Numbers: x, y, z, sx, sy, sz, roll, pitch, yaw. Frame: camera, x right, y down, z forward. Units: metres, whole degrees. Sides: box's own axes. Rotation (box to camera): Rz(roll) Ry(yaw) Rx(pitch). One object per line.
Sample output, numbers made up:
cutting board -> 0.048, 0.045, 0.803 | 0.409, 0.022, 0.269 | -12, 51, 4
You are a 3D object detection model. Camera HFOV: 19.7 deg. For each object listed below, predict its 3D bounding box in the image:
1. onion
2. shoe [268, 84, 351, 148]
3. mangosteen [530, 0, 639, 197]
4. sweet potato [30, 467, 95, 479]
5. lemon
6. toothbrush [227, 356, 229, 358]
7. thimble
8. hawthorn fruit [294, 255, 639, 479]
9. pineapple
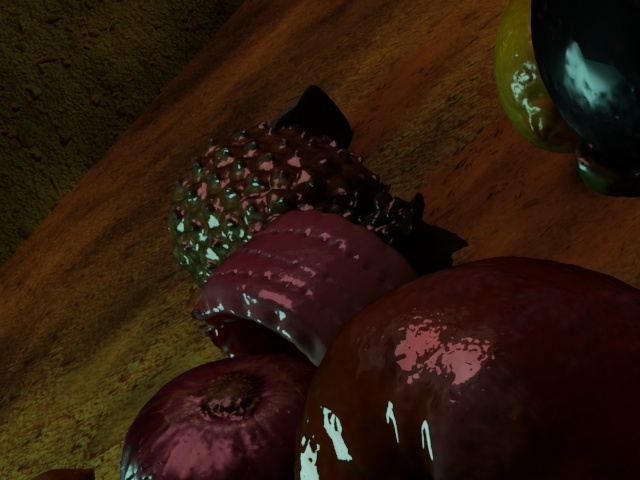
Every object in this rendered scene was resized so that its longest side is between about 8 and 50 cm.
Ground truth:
onion -> -0.045, 0.155, 1.229 | 0.177, 0.153, 0.177 | -7, 57, 11
shoe -> -0.038, -0.100, 2.288 | 0.098, 0.103, 0.275 | -37, 9, 25
mangosteen -> 0.277, -0.136, 1.261 | 0.288, 0.288, 0.288 | -39, 15, 12
sweet potato -> -0.296, 0.335, 1.727 | 0.097, 0.097, 0.292 | -21, 33, 55
lemon -> 0.237, -0.171, 1.632 | 0.170, 0.170, 0.207 | -27, 22, 46
toothbrush -> -0.107, 0.143, 1.923 | 0.194, 0.014, 0.017 | -51, 17, -30
thimble -> 0.000, 0.067, 1.562 | 0.189, 0.163, 0.125 | 16, 56, 48
hawthorn fruit -> 0.114, 0.107, 1.012 | 0.263, 0.231, 0.235 | -53, 28, -21
pineapple -> 0.000, 0.000, 1.758 | 0.202, 0.202, 0.362 | -45, 28, -13
